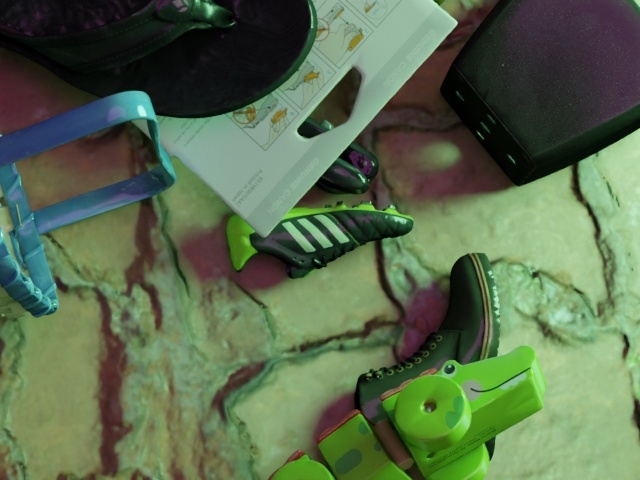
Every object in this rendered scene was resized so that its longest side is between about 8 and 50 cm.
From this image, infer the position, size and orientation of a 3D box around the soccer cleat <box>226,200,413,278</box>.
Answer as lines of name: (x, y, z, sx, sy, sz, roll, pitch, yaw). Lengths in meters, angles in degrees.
soccer cleat: (0.000, 0.000, 1.589, 0.179, 0.060, 0.072, -1, 85, -6)

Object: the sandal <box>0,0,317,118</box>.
sandal: (-0.226, -0.219, 1.504, 0.446, 0.107, 0.167, 14, 91, 10)

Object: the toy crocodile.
toy crocodile: (0.048, 0.193, 1.490, 0.340, 0.115, 0.105, -32, 53, 2)

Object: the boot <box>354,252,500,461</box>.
boot: (0.095, 0.106, 1.571, 0.137, 0.077, 0.198, 3, 73, -6)

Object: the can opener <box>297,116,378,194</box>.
can opener: (-0.028, -0.103, 1.608, 0.186, 0.073, 0.059, 32, 79, 7)

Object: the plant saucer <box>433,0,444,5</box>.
plant saucer: (0.099, -0.347, 1.635, 0.045, 0.188, 0.188, -11, 75, 19)

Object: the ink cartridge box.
ink cartridge box: (-0.047, -0.180, 1.562, 0.239, 0.060, 0.275, 43, 95, 4)

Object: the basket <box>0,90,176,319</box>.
basket: (-0.269, -0.039, 1.434, 0.289, 0.255, 0.201, -16, 77, -4)

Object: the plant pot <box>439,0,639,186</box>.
plant pot: (0.223, -0.157, 1.620, 0.167, 0.187, 0.188, -39, 86, -6)
